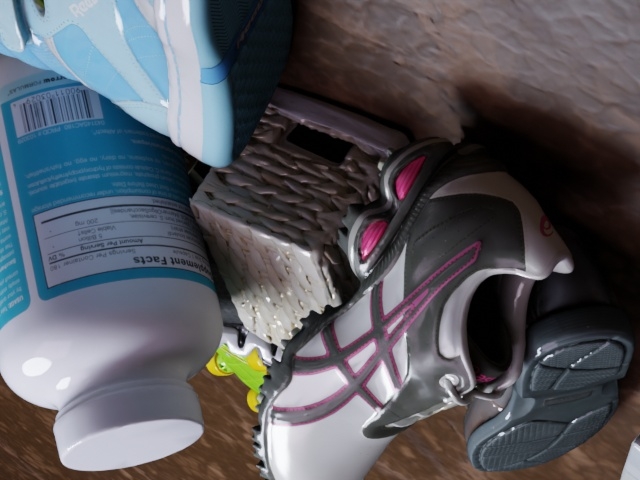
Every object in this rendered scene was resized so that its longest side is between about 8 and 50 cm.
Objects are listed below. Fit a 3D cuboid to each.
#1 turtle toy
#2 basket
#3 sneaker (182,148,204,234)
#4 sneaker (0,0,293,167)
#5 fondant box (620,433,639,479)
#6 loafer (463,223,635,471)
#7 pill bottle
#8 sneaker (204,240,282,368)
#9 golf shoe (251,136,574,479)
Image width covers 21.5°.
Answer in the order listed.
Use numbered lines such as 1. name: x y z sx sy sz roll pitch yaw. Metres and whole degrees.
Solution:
1. turtle toy: -0.044 0.084 1.342 0.130 0.066 0.095 45 153 -19
2. basket: 0.000 0.000 1.091 0.113 0.103 0.167 22 153 28
3. sneaker: -0.107 -0.008 1.257 0.071 0.066 0.188 16 151 25
4. sneaker: -0.123 -0.167 0.906 0.208 0.127 0.319 25 153 9
5. fondant box: 0.303 0.229 1.079 0.238 0.096 0.330 37 161 20
6. loafer: 0.145 0.076 1.099 0.096 0.084 0.267 -8 156 -9
7. pill bottle: -0.148 0.009 1.088 0.146 0.146 0.264 90 167 -68
8. sneaker: -0.082 0.029 1.211 0.234 0.106 0.078 14 178 -7
9. golf shoe: 0.047 0.073 0.998 0.120 0.105 0.273 42 123 30
